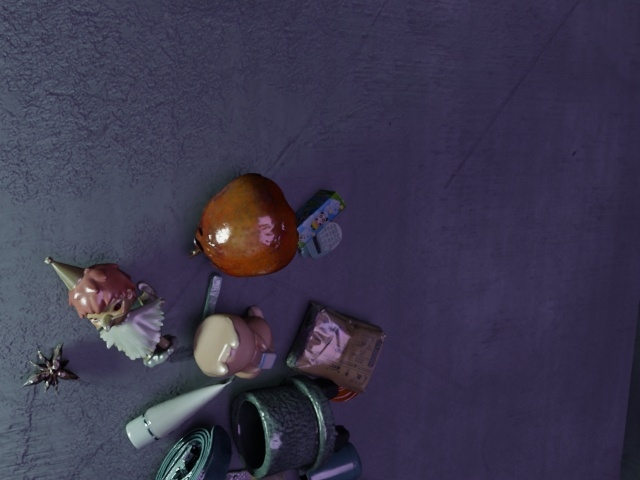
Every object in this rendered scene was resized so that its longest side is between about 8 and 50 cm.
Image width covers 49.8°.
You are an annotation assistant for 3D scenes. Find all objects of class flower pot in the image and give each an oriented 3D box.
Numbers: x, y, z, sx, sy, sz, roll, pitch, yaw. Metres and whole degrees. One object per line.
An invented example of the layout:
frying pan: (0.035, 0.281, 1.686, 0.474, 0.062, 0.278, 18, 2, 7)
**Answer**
flower pot: (-0.084, 0.541, 1.975, 0.283, 0.299, 0.298, -6, 103, -33)

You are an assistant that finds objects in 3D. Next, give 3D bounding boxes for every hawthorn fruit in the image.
hawthorn fruit: (-0.212, -0.018, 1.818, 0.308, 0.276, 0.276, -27, 113, 0)

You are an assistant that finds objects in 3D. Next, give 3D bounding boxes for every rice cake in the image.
rice cake: (-0.308, 0.193, 1.919, 0.033, 0.033, 0.207, 12, 95, -20)

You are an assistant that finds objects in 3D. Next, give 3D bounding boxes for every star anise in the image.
star anise: (-0.681, 0.332, 1.719, 0.129, 0.056, 0.124, -25, 100, -26)

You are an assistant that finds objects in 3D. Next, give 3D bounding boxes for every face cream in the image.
face cream: (-0.370, 0.448, 1.862, 0.314, 0.143, 0.089, -32, 87, -4)

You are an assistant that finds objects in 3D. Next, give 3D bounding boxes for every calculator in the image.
calculator: (0.000, 0.000, 2.062, 0.153, 0.021, 0.095, -29, 112, -22)

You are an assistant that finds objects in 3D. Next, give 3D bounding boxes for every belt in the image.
belt: (-0.347, 0.624, 1.882, 0.116, 0.206, 0.267, 42, 69, -29)

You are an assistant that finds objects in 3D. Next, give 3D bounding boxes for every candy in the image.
candy: (-0.027, -0.062, 1.992, 0.194, 0.097, 0.062, -44, 114, -16)

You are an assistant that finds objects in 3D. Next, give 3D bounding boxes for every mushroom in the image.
mushroom: (-0.457, 0.154, 1.834, 0.049, 0.019, 0.101, -30, 112, -21)

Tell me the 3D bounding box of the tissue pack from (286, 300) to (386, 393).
tissue pack: (0.055, 0.325, 2.083, 0.257, 0.123, 0.214, 23, 88, -20)

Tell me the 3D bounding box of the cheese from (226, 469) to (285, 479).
cheese: (-0.193, 0.704, 2.081, 0.192, 0.037, 0.097, 3, 97, -29)

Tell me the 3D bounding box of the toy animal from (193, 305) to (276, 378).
toy animal: (-0.216, 0.279, 1.861, 0.256, 0.213, 0.195, 23, 87, -51)

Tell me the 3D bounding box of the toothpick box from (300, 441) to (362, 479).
toothpick box: (0.026, 0.713, 2.161, 0.184, 0.120, 0.120, -12, 105, -23)

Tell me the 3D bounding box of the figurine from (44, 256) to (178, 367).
figurine: (-0.515, 0.165, 1.714, 0.207, 0.166, 0.387, -26, 122, 20)

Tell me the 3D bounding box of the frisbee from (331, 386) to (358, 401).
frisbee: (0.082, 0.423, 2.184, 0.192, 0.035, 0.192, -6, 102, -28)
